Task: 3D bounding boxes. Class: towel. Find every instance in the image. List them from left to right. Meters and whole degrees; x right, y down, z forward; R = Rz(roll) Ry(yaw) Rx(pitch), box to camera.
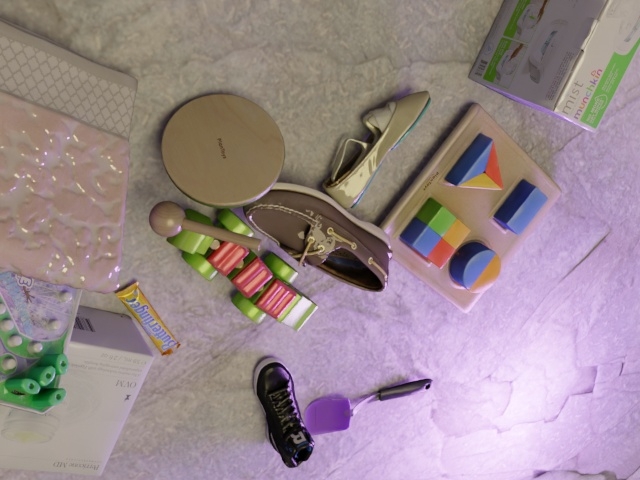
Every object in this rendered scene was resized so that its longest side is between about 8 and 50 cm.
[{"bbox_3d":[-0.376,-0.115,1.014,0.332,0.053,0.317,20,66,-46],"label":"towel"}]

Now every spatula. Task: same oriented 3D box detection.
[{"bbox_3d":[0.105,0.329,1.674,0.296,0.030,0.084,-14,118,-25],"label":"spatula"}]

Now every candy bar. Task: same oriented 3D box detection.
[{"bbox_3d":[-0.282,0.132,1.351,0.040,0.018,0.161,-35,126,-11],"label":"candy bar"}]

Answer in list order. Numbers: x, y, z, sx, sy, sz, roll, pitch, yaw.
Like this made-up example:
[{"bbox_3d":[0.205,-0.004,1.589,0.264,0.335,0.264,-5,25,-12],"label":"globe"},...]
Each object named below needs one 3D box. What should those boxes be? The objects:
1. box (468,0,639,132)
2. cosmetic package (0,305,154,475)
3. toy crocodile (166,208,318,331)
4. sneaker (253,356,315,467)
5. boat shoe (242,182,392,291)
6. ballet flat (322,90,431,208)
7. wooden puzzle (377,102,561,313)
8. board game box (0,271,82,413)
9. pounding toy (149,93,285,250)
[{"bbox_3d":[0.412,-0.350,1.389,0.127,0.231,0.262,16,104,-35],"label":"box"},{"bbox_3d":[-0.411,0.222,1.244,0.224,0.138,0.224,17,105,-36],"label":"cosmetic package"},{"bbox_3d":[-0.120,0.054,1.354,0.115,0.105,0.340,-47,129,-2],"label":"toy crocodile"},{"bbox_3d":[-0.057,0.327,1.519,0.079,0.121,0.217,-22,123,-21],"label":"sneaker"},{"bbox_3d":[0.000,0.000,1.381,0.116,0.096,0.324,-27,142,36],"label":"boat shoe"},{"bbox_3d":[0.089,-0.167,1.390,0.086,0.086,0.248,31,96,-38],"label":"ballet flat"},{"bbox_3d":[0.302,-0.042,1.574,0.348,0.080,0.322,36,93,-38],"label":"wooden puzzle"},{"bbox_3d":[-0.438,-0.022,0.996,0.390,0.050,0.390,30,59,-43],"label":"board game box"},{"bbox_3d":[-0.155,-0.095,1.247,0.183,0.110,0.237,12,70,-5],"label":"pounding toy"}]
